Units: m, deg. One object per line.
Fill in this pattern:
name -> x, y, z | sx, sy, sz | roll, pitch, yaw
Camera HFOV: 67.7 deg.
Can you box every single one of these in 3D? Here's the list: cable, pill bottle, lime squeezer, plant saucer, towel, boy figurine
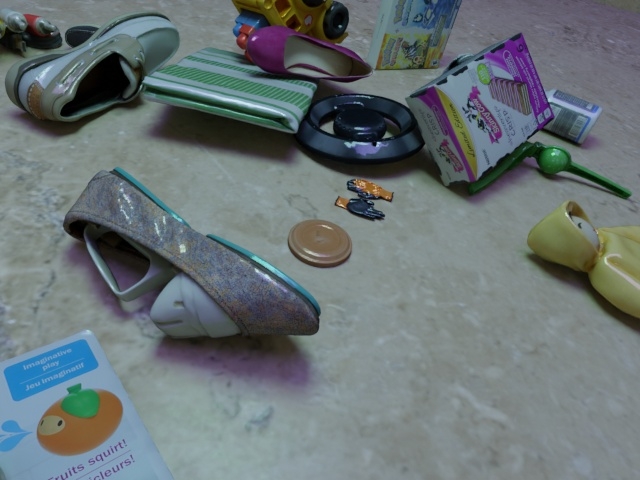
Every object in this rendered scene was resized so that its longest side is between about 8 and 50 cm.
cable -> -0.596, -0.420, 0.885 | 0.287, 0.072, 0.139 | 34, 40, 23
pill bottle -> 0.486, -0.259, 0.971 | 0.137, 0.078, 0.078 | 32, 45, 20
lime squeezer -> 0.384, -0.125, 0.815 | 0.310, 0.059, 0.110 | 1, 42, -14
plant saucer -> 0.000, 0.000, 0.611 | 0.083, 0.013, 0.083 | 7, 41, -6
towel -> -0.132, -0.270, 0.825 | 0.248, 0.038, 0.325 | 12, 30, -2
boy figurine -> 0.422, 0.030, 0.627 | 0.285, 0.092, 0.177 | 27, 46, 11

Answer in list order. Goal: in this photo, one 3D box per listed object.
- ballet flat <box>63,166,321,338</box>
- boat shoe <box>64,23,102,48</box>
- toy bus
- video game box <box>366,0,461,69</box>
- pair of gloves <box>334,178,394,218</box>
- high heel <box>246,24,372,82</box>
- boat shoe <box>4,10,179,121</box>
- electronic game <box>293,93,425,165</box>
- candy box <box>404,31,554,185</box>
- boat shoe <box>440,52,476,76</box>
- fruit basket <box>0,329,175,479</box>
ballet flat -> -0.147, 0.035, 0.489 | 0.316, 0.107, 0.106 | 29, 64, 25
boat shoe -> -0.396, -0.359, 0.879 | 0.152, 0.056, 0.049 | 9, 36, -5
toy bus -> -0.072, -0.417, 0.911 | 0.149, 0.220, 0.211 | 30, 83, 33
video game box -> 0.212, -0.486, 1.059 | 0.187, 0.205, 0.048 | -10, 47, -23
pair of gloves -> 0.066, -0.063, 0.699 | 0.074, 0.010, 0.083 | 21, 43, 9
high heel -> -0.013, -0.321, 0.844 | 0.117, 0.082, 0.244 | 23, 16, 33
boat shoe -> -0.329, -0.272, 0.767 | 0.103, 0.113, 0.302 | 30, 55, 17
electronic game -> 0.067, -0.192, 0.813 | 0.229, 0.048, 0.229 | 1, 40, -1
candy box -> 0.264, -0.213, 0.770 | 0.233, 0.159, 0.071 | -36, 16, -25
boat shoe -> 0.295, -0.306, 0.944 | 0.121, 0.119, 0.335 | 18, 42, 6
fruit basket -> -0.217, 0.204, 0.221 | 0.327, 0.165, 0.353 | -21, 48, -32
